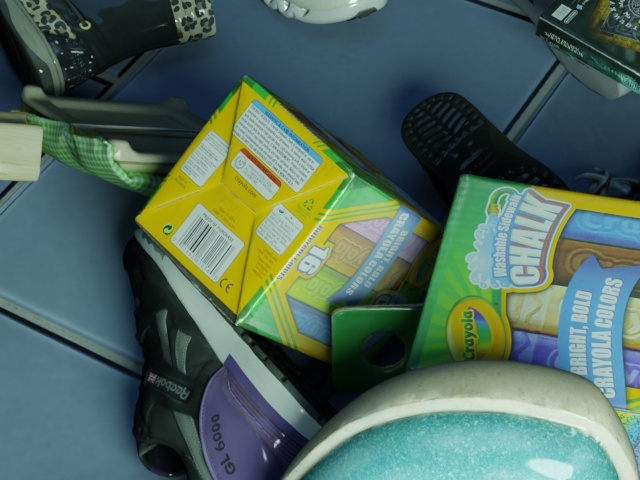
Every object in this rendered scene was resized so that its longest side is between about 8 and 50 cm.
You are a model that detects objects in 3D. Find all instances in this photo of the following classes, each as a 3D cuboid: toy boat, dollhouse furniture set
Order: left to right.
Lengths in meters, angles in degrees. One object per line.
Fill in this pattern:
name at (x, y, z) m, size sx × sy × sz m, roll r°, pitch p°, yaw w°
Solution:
dollhouse furniture set at (-0.206, -0.028, 1.221) m, size 0.301 × 0.151 × 0.197 m, roll 1°, pitch 17°, yaw -32°
toy boat at (0.129, 0.205, 0.950) m, size 0.318 × 0.267 × 0.148 m, roll 30°, pitch 44°, yaw -12°

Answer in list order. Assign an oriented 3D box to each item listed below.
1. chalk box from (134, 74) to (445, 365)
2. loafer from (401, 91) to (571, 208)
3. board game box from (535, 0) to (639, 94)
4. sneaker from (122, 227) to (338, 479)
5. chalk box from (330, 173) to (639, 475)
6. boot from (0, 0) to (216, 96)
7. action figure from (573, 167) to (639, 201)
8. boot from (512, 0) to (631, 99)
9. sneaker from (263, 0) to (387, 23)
chalk box at (0.000, 0.000, 1.146) m, size 0.132 × 0.213 × 0.132 m, roll 42°, pitch 98°, yaw 34°
loafer at (0.146, -0.028, 1.233) m, size 0.080 × 0.078 × 0.220 m, roll -34°, pitch 53°, yaw 3°
board game box at (0.279, -0.197, 1.298) m, size 0.126 × 0.026 × 0.186 m, roll 34°, pitch 61°, yaw 20°
sneaker at (-0.099, 0.094, 1.131) m, size 0.124 × 0.107 × 0.283 m, roll -47°, pitch 39°, yaw 2°
chalk box at (0.152, 0.085, 1.069) m, size 0.289 × 0.180 × 0.179 m, roll 11°, pitch 50°, yaw 12°
boot at (-0.214, -0.236, 1.446) m, size 0.178 × 0.085 × 0.236 m, roll -20°, pitch 56°, yaw -16°
action figure at (0.318, -0.002, 1.192) m, size 0.285 × 0.099 × 0.185 m, roll 23°, pitch 63°, yaw 27°
boot at (0.240, -0.233, 1.399) m, size 0.123 × 0.095 × 0.258 m, roll -25°, pitch 50°, yaw -8°
sneaker at (-0.035, -0.307, 1.474) m, size 0.110 × 0.118 × 0.292 m, roll -24°, pitch 52°, yaw -19°
